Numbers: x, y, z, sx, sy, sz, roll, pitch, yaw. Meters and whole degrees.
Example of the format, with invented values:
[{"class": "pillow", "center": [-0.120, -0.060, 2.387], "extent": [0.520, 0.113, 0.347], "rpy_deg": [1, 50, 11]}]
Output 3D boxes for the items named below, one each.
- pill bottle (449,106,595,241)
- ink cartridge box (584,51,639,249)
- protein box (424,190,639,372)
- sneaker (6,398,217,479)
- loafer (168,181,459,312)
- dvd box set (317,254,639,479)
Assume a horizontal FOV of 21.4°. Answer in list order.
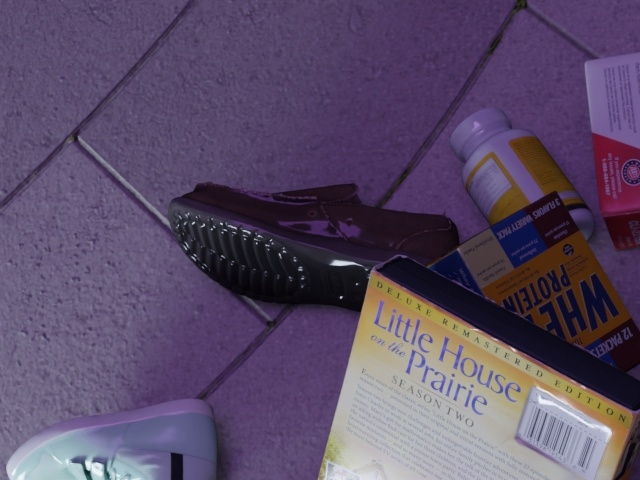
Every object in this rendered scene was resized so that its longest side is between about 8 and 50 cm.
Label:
[{"class": "pill bottle", "center": [0.226, -0.062, 1.945], "extent": [0.103, 0.103, 0.184], "rpy_deg": [-33, 63, 3]}, {"class": "ink cartridge box", "center": [0.446, -0.115, 1.889], "extent": [0.272, 0.114, 0.197], "rpy_deg": [-9, 66, 15]}, {"class": "protein box", "center": [0.205, 0.086, 1.786], "extent": [0.136, 0.201, 0.200], "rpy_deg": [-29, 87, -23]}, {"class": "sneaker", "center": [-0.239, 0.280, 1.938], "extent": [0.255, 0.094, 0.151], "rpy_deg": [-16, 57, 9]}, {"class": "loafer", "center": [0.000, 0.000, 1.997], "extent": [0.366, 0.134, 0.130], "rpy_deg": [15, 51, 12]}, {"class": "dvd box set", "center": [0.141, 0.261, 1.723], "extent": [0.307, 0.062, 0.420], "rpy_deg": [28, 121, 26]}]
